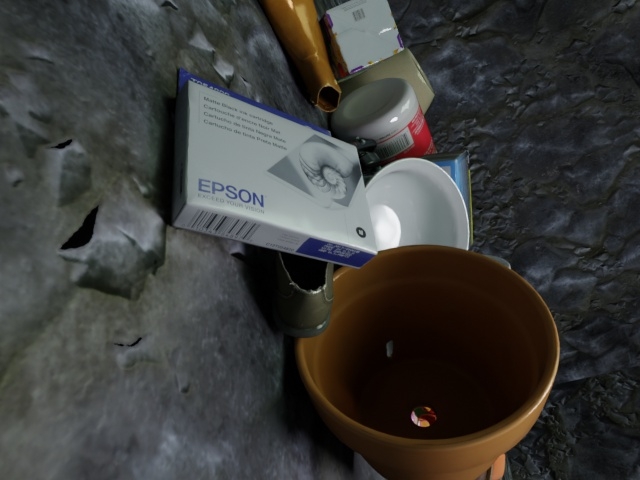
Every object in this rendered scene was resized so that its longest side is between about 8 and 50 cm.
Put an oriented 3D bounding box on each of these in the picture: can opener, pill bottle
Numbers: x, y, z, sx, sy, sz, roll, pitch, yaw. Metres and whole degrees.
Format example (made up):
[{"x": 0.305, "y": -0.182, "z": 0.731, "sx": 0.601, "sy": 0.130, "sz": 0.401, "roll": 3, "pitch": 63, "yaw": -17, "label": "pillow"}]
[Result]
[{"x": 0.071, "y": -0.199, "z": 1.051, "sx": 0.073, "sy": 0.059, "sz": 0.186, "roll": 41, "pitch": 33, "yaw": 27, "label": "can opener"}, {"x": 0.208, "y": -0.214, "z": 1.291, "sx": 0.229, "sy": 0.228, "sz": 0.408, "roll": -91, "pitch": 155, "yaw": -47, "label": "pill bottle"}]

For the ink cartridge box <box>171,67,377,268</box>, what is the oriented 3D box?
[{"x": -0.049, "y": -0.091, "z": 0.518, "sx": 0.223, "sy": 0.045, "sz": 0.224, "roll": 14, "pitch": 51, "yaw": -33, "label": "ink cartridge box"}]

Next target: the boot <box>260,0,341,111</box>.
[{"x": -0.028, "y": -0.417, "z": 0.996, "sx": 0.295, "sy": 0.104, "sz": 0.211, "roll": 39, "pitch": 28, "yaw": -69, "label": "boot"}]

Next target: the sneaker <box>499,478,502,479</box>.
[{"x": 0.445, "y": 0.546, "z": 1.341, "sx": 0.341, "sy": 0.125, "sz": 0.140, "roll": -87, "pitch": 154, "yaw": -52, "label": "sneaker"}]

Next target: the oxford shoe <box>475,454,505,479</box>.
[{"x": 0.299, "y": 0.374, "z": 0.966, "sx": 0.130, "sy": 0.132, "sz": 0.364, "roll": -121, "pitch": -161, "yaw": -67, "label": "oxford shoe"}]

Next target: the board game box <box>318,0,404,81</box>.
[{"x": 0.071, "y": -0.481, "z": 1.151, "sx": 0.142, "sy": 0.144, "sz": 0.275, "roll": 66, "pitch": -6, "yaw": -15, "label": "board game box"}]

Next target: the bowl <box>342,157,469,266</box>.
[{"x": 0.140, "y": -0.007, "z": 0.914, "sx": 0.134, "sy": 0.297, "sz": 0.298, "roll": 9, "pitch": -51, "yaw": 59, "label": "bowl"}]

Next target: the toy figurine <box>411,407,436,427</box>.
[{"x": 0.173, "y": 0.322, "z": 0.853, "sx": 0.159, "sy": 0.130, "sz": 0.173, "roll": 40, "pitch": 57, "yaw": -34, "label": "toy figurine"}]

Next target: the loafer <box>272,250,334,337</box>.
[{"x": -0.015, "y": -0.010, "z": 0.576, "sx": 0.087, "sy": 0.094, "sz": 0.251, "roll": 108, "pitch": -20, "yaw": -52, "label": "loafer"}]

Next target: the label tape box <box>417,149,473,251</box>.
[{"x": 0.303, "y": -0.084, "z": 1.138, "sx": 0.347, "sy": 0.115, "sz": 0.249, "roll": -35, "pitch": 121, "yaw": -65, "label": "label tape box"}]

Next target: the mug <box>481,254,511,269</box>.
[{"x": 0.382, "y": 0.237, "z": 1.155, "sx": 0.374, "sy": 0.276, "sz": 0.328, "roll": 15, "pitch": -60, "yaw": 66, "label": "mug"}]

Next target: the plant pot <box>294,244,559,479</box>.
[{"x": 0.129, "y": 0.172, "z": 0.592, "sx": 0.291, "sy": 0.290, "sz": 0.204, "roll": -87, "pitch": 168, "yaw": -51, "label": "plant pot"}]

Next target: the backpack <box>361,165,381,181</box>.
[{"x": 0.134, "y": -0.080, "z": 1.076, "sx": 0.166, "sy": 0.144, "sz": 0.188, "roll": 71, "pitch": 24, "yaw": -14, "label": "backpack"}]

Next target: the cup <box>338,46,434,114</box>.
[{"x": 0.207, "y": -0.454, "z": 1.443, "sx": 0.331, "sy": 0.236, "sz": 0.331, "roll": 44, "pitch": 29, "yaw": -32, "label": "cup"}]
